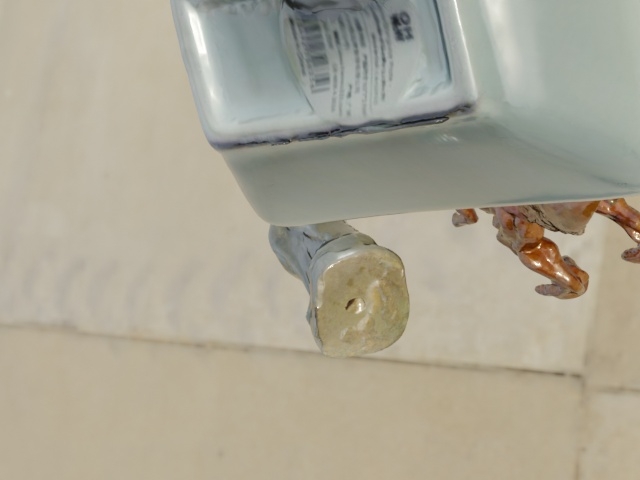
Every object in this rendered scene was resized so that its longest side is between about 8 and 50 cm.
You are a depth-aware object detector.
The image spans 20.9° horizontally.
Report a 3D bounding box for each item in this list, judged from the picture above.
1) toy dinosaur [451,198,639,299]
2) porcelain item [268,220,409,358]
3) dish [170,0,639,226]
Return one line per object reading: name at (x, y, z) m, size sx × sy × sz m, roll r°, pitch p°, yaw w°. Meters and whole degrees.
toy dinosaur at (0.182, -0.030, 1.342) m, size 0.097 × 0.208 × 0.432 m, roll -54°, pitch 26°, yaw -8°
porcelain item at (0.000, 0.000, 1.263) m, size 0.215 × 0.069 × 0.081 m, roll -122°, pitch 24°, yaw -61°
dish at (0.019, -0.091, 0.751) m, size 0.243 × 0.080 × 0.182 m, roll -5°, pitch 101°, yaw 43°
